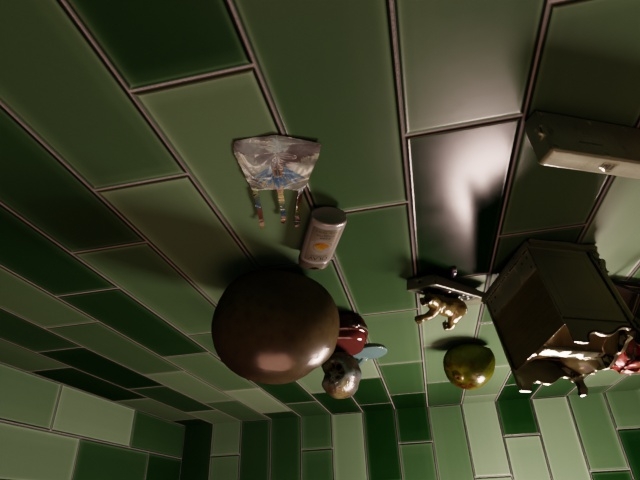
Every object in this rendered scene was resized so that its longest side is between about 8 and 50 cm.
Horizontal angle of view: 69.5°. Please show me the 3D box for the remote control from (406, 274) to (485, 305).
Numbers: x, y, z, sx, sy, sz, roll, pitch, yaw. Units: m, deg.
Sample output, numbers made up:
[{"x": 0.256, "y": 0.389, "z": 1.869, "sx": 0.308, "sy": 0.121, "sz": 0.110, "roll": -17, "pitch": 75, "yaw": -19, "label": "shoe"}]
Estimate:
[{"x": 0.408, "y": 0.164, "z": 1.449, "sx": 0.285, "sy": 0.038, "sz": 0.123, "roll": 20, "pitch": 156, "yaw": -33, "label": "remote control"}]

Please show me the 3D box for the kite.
[{"x": -0.101, "y": -0.116, "z": 0.998, "sx": 0.169, "sy": 0.015, "sz": 0.310, "roll": 2, "pitch": 146, "yaw": -8, "label": "kite"}]

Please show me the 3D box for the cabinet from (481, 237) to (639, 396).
[{"x": 0.646, "y": 0.211, "z": 1.250, "sx": 0.227, "sy": 0.318, "sz": 0.290, "roll": 5, "pitch": 136, "yaw": -11, "label": "cabinet"}]

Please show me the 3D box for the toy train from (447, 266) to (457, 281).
[{"x": 0.399, "y": 0.105, "z": 1.395, "sx": 0.017, "sy": 0.017, "sz": 0.083, "roll": -5, "pitch": 148, "yaw": 2, "label": "toy train"}]

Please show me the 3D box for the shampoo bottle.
[{"x": 0.000, "y": 0.000, "z": 1.155, "sx": 0.086, "sy": 0.056, "sz": 0.227, "roll": 5, "pitch": 148, "yaw": -10, "label": "shampoo bottle"}]

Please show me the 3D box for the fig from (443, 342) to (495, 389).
[{"x": 0.642, "y": 0.522, "z": 1.969, "sx": 0.225, "sy": 0.203, "sz": 0.203, "roll": -32, "pitch": 165, "yaw": -33, "label": "fig"}]

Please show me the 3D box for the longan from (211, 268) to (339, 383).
[{"x": -0.128, "y": 0.243, "z": 1.311, "sx": 0.361, "sy": 0.361, "sz": 0.361, "roll": -2, "pitch": 149, "yaw": -1, "label": "longan"}]

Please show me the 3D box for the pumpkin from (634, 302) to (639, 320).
[{"x": 1.174, "y": 0.263, "z": 1.626, "sx": 0.183, "sy": 0.108, "sz": 0.119, "roll": 24, "pitch": 134, "yaw": -24, "label": "pumpkin"}]

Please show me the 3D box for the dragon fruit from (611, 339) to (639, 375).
[{"x": 1.120, "y": 0.365, "z": 1.725, "sx": 0.233, "sy": 0.234, "sz": 0.293, "roll": -30, "pitch": 103, "yaw": 38, "label": "dragon fruit"}]

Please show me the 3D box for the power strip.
[{"x": 0.556, "y": -0.170, "z": 0.864, "sx": 0.367, "sy": 0.106, "sz": 0.043, "roll": 6, "pitch": 146, "yaw": -13, "label": "power strip"}]

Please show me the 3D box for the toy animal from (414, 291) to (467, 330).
[{"x": 0.368, "y": 0.203, "z": 1.411, "sx": 0.218, "sy": 0.103, "sz": 0.101, "roll": 17, "pitch": 141, "yaw": -29, "label": "toy animal"}]

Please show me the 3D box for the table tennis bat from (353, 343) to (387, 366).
[{"x": 0.200, "y": 0.508, "z": 2.034, "sx": 0.149, "sy": 0.038, "sz": 0.237, "roll": 7, "pitch": 143, "yaw": -17, "label": "table tennis bat"}]

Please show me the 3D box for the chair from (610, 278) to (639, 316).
[{"x": 0.976, "y": 0.201, "z": 1.493, "sx": 0.154, "sy": 0.141, "sz": 0.260, "roll": 9, "pitch": -168, "yaw": -17, "label": "chair"}]

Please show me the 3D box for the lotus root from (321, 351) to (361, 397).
[{"x": 0.084, "y": 0.496, "z": 1.684, "sx": 0.140, "sy": 0.158, "sz": 0.322, "roll": -7, "pitch": 159, "yaw": 6, "label": "lotus root"}]

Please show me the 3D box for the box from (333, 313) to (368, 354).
[{"x": -0.027, "y": 0.356, "z": 1.693, "sx": 0.403, "sy": 0.108, "sz": 0.263, "roll": -2, "pitch": 149, "yaw": 0, "label": "box"}]
